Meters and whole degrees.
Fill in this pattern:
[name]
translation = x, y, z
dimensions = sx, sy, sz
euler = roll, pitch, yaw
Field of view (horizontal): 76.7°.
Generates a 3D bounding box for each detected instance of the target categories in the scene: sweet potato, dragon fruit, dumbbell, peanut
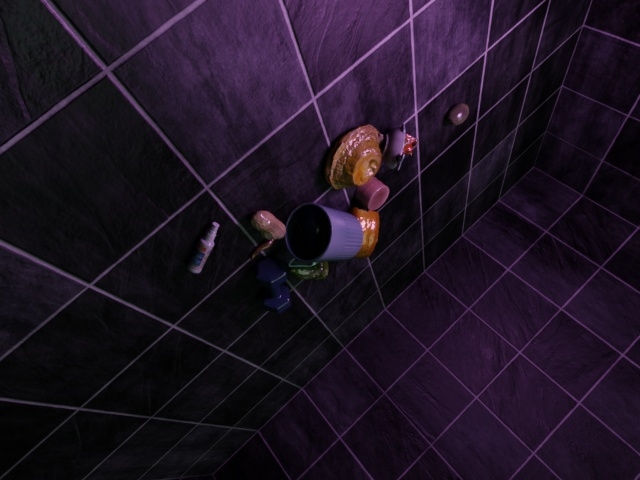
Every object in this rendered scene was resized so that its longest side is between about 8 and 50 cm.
[sweet potato]
translation = -0.258, 0.032, 1.797
dimensions = 0.153, 0.038, 0.041
euler = -41, 127, -6
[dragon fruit]
translation = 0.429, -0.474, 2.002
dimensions = 0.147, 0.096, 0.102
euler = -8, 137, -45
[dumbbell]
translation = -0.226, 0.219, 1.960
dimensions = 0.159, 0.144, 0.325
euler = -31, 148, -22
[peanut]
translation = -0.219, -0.064, 1.681
dimensions = 0.098, 0.090, 0.214
euler = -20, 152, 13

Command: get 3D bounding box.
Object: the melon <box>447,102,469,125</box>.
[melon]
translation = 0.732, -0.670, 2.149
dimensions = 0.130, 0.098, 0.098
euler = -42, 150, -8

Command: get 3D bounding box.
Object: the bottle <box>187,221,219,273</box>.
[bottle]
translation = -0.439, 0.026, 1.534
dimensions = 0.060, 0.060, 0.217
euler = 4, 124, -54

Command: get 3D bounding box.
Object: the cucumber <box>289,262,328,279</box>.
[cucumber]
translation = -0.075, 0.147, 2.093
dimensions = 0.244, 0.134, 0.134
euler = 2, 125, -49

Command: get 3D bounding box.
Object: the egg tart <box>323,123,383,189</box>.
[egg tart]
translation = 0.166, -0.350, 1.788
dimensions = 0.341, 0.129, 0.341
euler = -31, 145, -25

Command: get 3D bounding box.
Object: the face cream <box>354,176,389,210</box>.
[face cream]
translation = 0.263, -0.240, 2.063
dimensions = 0.149, 0.104, 0.149
euler = -32, 148, -23

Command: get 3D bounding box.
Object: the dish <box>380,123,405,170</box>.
[dish]
translation = 0.323, -0.425, 1.862
dimensions = 0.078, 0.246, 0.224
euler = 11, 129, -8

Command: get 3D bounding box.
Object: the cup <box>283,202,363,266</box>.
[cup]
translation = 0.017, 0.005, 1.879
dimensions = 0.311, 0.256, 0.332
euler = 5, 108, -56

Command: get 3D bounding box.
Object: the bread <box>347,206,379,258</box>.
[bread]
translation = 0.190, -0.002, 2.105
dimensions = 0.194, 0.179, 0.340
euler = 5, 143, -16
